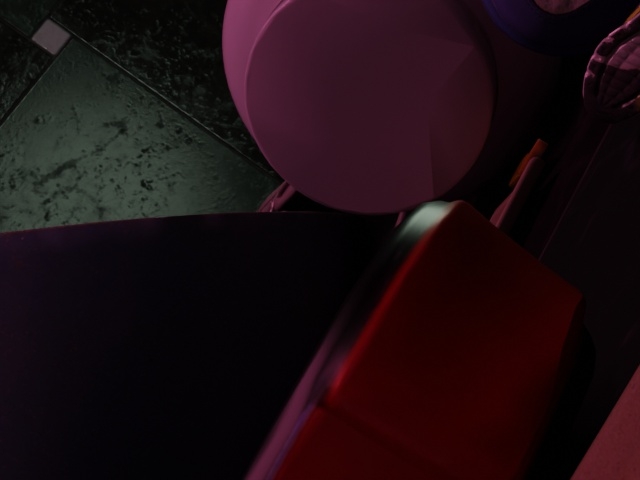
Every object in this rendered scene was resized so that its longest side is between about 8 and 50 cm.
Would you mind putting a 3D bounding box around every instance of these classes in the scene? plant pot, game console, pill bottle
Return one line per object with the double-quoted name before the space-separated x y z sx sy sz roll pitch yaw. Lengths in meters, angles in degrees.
"plant pot" -0.110 0.099 1.063 0.290 0.290 0.195 137 128 -82
"game console" -0.053 0.187 0.515 0.387 0.060 0.342 -60 -3 -13
"pill bottle" 0.051 -0.131 1.083 0.181 0.181 0.323 -58 3 24

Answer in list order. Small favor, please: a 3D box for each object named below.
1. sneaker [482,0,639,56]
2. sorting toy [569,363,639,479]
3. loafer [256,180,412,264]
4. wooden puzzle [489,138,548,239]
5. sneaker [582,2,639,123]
"sneaker" 0.151 -0.205 0.758 0.296 0.112 0.131 -60 3 11
"sorting toy" 0.025 0.126 0.294 0.307 0.041 0.229 -66 -4 33
"loafer" 0.000 0.000 1.393 0.319 0.112 0.111 -57 -5 36
"wooden puzzle" 0.081 0.002 0.886 0.116 0.014 0.078 -60 -2 -19
"sneaker" 0.129 -0.079 0.719 0.083 0.031 0.035 -55 -10 15
